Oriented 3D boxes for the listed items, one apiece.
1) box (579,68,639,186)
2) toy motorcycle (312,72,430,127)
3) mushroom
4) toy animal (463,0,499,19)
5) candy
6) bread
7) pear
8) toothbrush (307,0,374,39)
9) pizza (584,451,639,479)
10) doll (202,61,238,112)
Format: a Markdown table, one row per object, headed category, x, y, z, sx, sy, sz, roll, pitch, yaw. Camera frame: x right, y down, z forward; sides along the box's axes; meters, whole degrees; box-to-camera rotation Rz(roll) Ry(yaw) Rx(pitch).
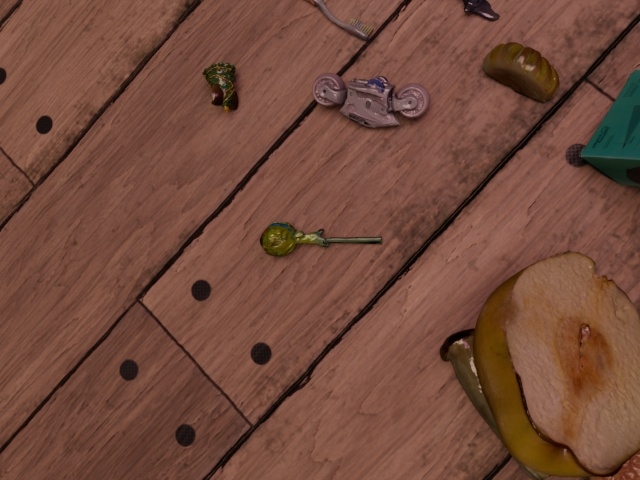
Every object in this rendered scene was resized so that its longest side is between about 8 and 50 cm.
| category | x | y | z | sx | sy | sz | roll | pitch | yaw |
| --- | --- | --- | --- | --- | --- | --- | --- | --- | --- |
| box | 0.627 | -0.193 | 1.077 | 0.118 | 0.311 | 0.205 | 34 | 90 | -17 |
| toy motorcycle | 0.104 | -0.294 | 1.333 | 0.254 | 0.112 | 0.112 | 10 | 86 | 13 |
| mushroom | 0.348 | 0.308 | 1.201 | 0.100 | 0.081 | 0.312 | -36 | 78 | 8 |
| toy animal | 0.245 | -0.629 | 1.307 | 0.206 | 0.081 | 0.367 | -10 | 99 | 2 |
| candy | 0.000 | -0.003 | 1.337 | 0.262 | 0.073 | 0.077 | 0 | 56 | 7 |
| bread | 0.405 | -0.350 | 1.262 | 0.157 | 0.094 | 0.083 | 32 | 96 | 23 |
| pear | 0.403 | 0.225 | 1.103 | 0.340 | 0.191 | 0.386 | 38 | 55 | -5 |
| toothbrush | -0.037 | -0.557 | 1.425 | 0.375 | 0.028 | 0.037 | 36 | 87 | 15 |
| pizza | 0.570 | 0.451 | 1.127 | 0.161 | 0.085 | 0.305 | -28 | 75 | 31 |
| doll | -0.213 | -0.349 | 1.412 | 0.077 | 0.078 | 0.113 | -39 | 66 | 32 |
